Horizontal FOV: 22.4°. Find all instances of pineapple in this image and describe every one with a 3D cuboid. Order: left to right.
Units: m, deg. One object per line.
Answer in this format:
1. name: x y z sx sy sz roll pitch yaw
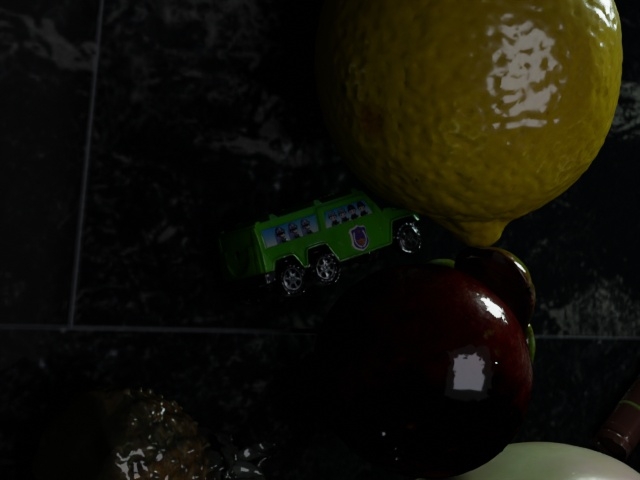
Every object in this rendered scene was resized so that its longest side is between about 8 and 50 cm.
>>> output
1. pineapple: -0.107 0.160 1.146 0.197 0.108 0.108 18 85 -52

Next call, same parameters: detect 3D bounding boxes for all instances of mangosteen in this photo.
1. mangosteen: 0.089 0.087 1.237 0.200 0.200 0.200 -6 100 -38

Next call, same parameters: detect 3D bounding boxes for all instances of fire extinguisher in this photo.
1. fire extinguisher: 0.306 0.148 1.509 0.132 0.039 0.056 -49 155 -24

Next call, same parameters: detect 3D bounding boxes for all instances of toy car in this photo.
1. toy car: 0.000 0.000 1.224 0.165 0.071 0.062 -19 93 -36

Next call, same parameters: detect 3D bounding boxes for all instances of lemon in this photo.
1. lemon: 0.108 -0.127 1.192 0.228 0.228 0.254 13 82 -39

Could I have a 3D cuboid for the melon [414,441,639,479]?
1. melon: 0.153 0.277 1.283 0.317 0.223 0.223 -9 102 -38
